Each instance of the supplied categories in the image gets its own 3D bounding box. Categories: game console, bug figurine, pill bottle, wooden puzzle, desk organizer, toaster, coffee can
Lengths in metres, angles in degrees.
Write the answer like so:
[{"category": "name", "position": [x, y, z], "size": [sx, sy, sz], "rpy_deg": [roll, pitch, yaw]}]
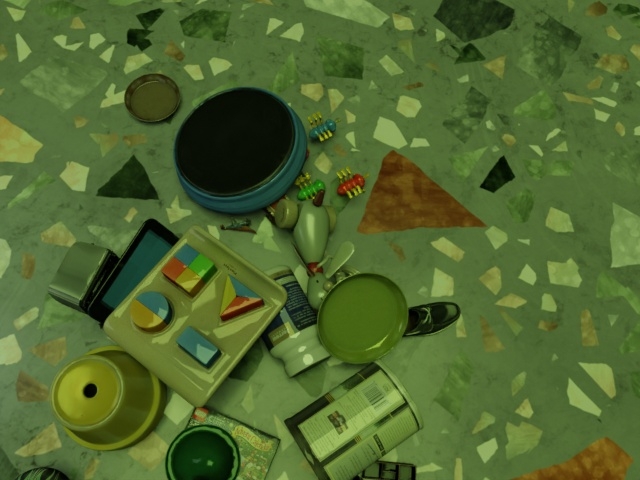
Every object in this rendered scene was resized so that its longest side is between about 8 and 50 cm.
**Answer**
[{"category": "game console", "position": [-0.392, 0.136, 1.472], "size": [0.250, 0.173, 0.293], "rpy_deg": [24, 73, 13]}, {"category": "bug figurine", "position": [0.004, -0.225, 1.669], "size": [0.216, 0.072, 0.279], "rpy_deg": [-25, 79, -4]}, {"category": "pill bottle", "position": [-0.087, 0.210, 1.476], "size": [0.153, 0.153, 0.264], "rpy_deg": [-27, 75, -11]}, {"category": "wooden puzzle", "position": [-0.303, 0.168, 1.371], "size": [0.322, 0.080, 0.348], "rpy_deg": [35, 75, 13]}, {"category": "desk organizer", "position": [0.171, 0.575, 1.420], "size": [0.130, 0.050, 0.047], "rpy_deg": [6, 71, -1]}, {"category": "toaster", "position": [-0.597, 0.111, 1.479], "size": [0.110, 0.168, 0.185], "rpy_deg": [19, 71, 6]}, {"category": "coffee can", "position": [0.080, 0.446, 1.380], "size": [0.275, 0.201, 0.201], "rpy_deg": [-31, 76, -12]}]

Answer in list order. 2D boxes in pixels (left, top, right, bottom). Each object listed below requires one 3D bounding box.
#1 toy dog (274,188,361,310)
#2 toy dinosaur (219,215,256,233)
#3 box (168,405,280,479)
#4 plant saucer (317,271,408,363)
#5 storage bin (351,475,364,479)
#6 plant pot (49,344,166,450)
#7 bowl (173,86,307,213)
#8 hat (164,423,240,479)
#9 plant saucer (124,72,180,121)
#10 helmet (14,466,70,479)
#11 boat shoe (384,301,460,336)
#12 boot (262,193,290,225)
[{"category": "toy dog", "position": [0.000, 0.000, 1.504], "size": [0.220, 0.161, 0.333], "rpy_deg": [-17, 65, -35]}, {"category": "toy dinosaur", "position": [-0.239, -0.039, 1.613], "size": [0.082, 0.047, 0.090], "rpy_deg": [-30, 85, 7]}, {"category": "box", "position": [-0.236, 0.525, 1.420], "size": [0.233, 0.044, 0.159], "rpy_deg": [22, 72, 4]}, {"category": "plant saucer", "position": [0.103, 0.191, 1.438], "size": [0.241, 0.037, 0.241], "rpy_deg": [-4, 104, -15]}, {"category": "storage bin", "position": [0.066, 0.658, 1.349], "size": [0.084, 0.122, 0.180], "rpy_deg": [38, 74, 10]}, {"category": "plant pot", "position": [-0.514, 0.368, 1.358], "size": [0.254, 0.239, 0.254], "rpy_deg": [1, 71, -3]}, {"category": "bowl", "position": [-0.234, -0.266, 1.623], "size": [0.391, 0.077, 0.391], "rpy_deg": [-4, 68, 10]}, {"category": "hat", "position": [-0.269, 0.511, 1.302], "size": [0.209, 0.183, 0.173], "rpy_deg": [7, 72, 0]}, {"category": "plant saucer", "position": [-0.508, -0.429, 1.735], "size": [0.168, 0.029, 0.168], "rpy_deg": [1, 71, -3]}, {"category": "helmet", "position": [-0.650, 0.611, 1.309], "size": [0.169, 0.161, 0.169], "rpy_deg": [1, 72, -2]}, {"category": "boat shoe", "position": [0.271, 0.213, 1.533], "size": [0.233, 0.079, 0.084], "rpy_deg": [-11, 71, -8]}, {"category": "boot", "position": [-0.145, -0.125, 1.641], "size": [0.085, 0.059, 0.158], "rpy_deg": [-36, 80, -22]}]
